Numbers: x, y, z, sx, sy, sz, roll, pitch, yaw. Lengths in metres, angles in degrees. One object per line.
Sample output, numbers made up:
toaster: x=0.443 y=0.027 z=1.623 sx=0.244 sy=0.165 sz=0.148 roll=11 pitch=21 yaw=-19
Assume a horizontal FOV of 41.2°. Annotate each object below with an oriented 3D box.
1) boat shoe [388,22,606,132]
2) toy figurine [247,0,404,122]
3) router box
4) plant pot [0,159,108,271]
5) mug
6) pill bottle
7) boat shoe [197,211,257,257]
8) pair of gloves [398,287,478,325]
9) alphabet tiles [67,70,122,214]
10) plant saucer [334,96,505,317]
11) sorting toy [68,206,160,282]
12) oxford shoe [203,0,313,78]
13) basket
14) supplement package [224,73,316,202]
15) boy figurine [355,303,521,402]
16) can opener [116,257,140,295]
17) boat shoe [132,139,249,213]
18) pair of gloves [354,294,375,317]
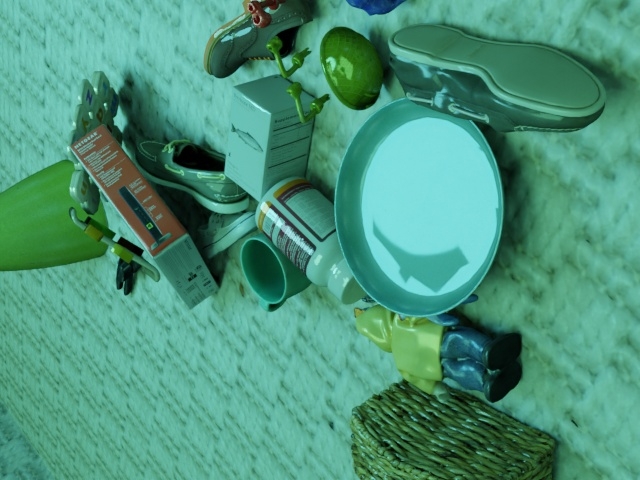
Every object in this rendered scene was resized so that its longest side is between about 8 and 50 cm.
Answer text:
boat shoe: x=0.220 y=-0.193 z=1.084 sx=0.335 sy=0.112 sz=0.095 roll=33 pitch=150 yaw=43
toy figurine: x=0.032 y=-0.362 z=1.148 sx=0.217 sy=0.191 sz=0.362 roll=-14 pitch=100 yaw=48
router box: x=-0.352 y=-0.038 z=1.746 sx=0.301 sy=0.082 sz=0.335 roll=50 pitch=170 yaw=18
plant pot: x=-0.740 y=-0.035 z=2.169 sx=0.275 sy=0.293 sz=0.275 roll=27 pitch=129 yaw=39
mug: x=-0.075 y=0.045 z=1.570 sx=0.129 sy=0.097 sz=0.158 roll=59 pitch=143 yaw=8
pill bottle: x=0.000 y=0.000 z=1.433 sx=0.221 sy=0.121 sz=0.121 roll=44 pitch=138 yaw=26
boat shoe: x=-0.191 y=-0.024 z=1.680 sx=0.076 sy=0.083 sz=0.226 roll=59 pitch=144 yaw=-2
pair of gloves: x=0.160 y=0.036 z=1.276 sx=0.159 sy=0.023 sz=0.198 roll=-24 pitch=68 yaw=41
alphabet tiles: x=-0.477 y=-0.205 z=1.801 sx=0.278 sy=0.021 sz=0.284 roll=79 pitch=-163 yaw=-72
plant saucer: x=0.144 y=-0.048 z=1.236 sx=0.317 sy=0.044 sz=0.317 roll=3 pitch=94 yaw=47
sorting toy: x=-0.428 y=0.003 z=1.791 sx=0.229 sy=0.041 sz=0.307 roll=38 pitch=172 yaw=-16
oxford shoe: x=-0.109 y=-0.327 z=1.408 sx=0.098 sy=0.097 sz=0.271 roll=57 pitch=143 yaw=1
basket: x=0.191 y=0.385 z=1.341 sx=0.299 sy=0.213 sz=0.223 roll=23 pitch=126 yaw=42
supplement package: x=-0.088 y=-0.175 z=1.455 sx=0.105 sy=0.105 sz=0.179 roll=38 pitch=135 yaw=32
boy figurine: x=0.175 y=0.169 z=1.343 sx=0.285 sy=0.092 sz=0.177 roll=14 pitch=119 yaw=47
can opener: x=-0.491 y=0.082 z=2.132 sx=0.059 sy=0.073 sz=0.186 roll=48 pitch=150 yaw=9
boat shoe: x=-0.258 y=-0.149 z=1.680 sx=0.305 sy=0.109 sz=0.091 roll=26 pitch=128 yaw=33
pair of gloves: x=0.084 y=0.115 z=1.488 sx=0.074 sy=0.010 sz=0.083 roll=23 pitch=125 yaw=42
